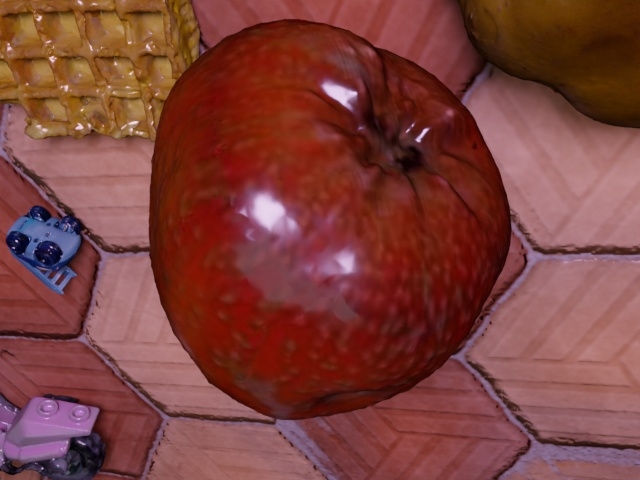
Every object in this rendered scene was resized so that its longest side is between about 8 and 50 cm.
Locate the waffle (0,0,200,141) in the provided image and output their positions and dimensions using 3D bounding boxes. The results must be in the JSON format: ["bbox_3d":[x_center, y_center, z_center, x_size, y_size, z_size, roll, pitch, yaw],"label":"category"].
[{"bbox_3d":[-0.212,-0.188,0.608,0.219,0.057,0.229,2,124,15],"label":"waffle"}]

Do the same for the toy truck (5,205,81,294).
[{"bbox_3d":[-0.286,0.015,0.780,0.073,0.056,0.090,20,141,7],"label":"toy truck"}]

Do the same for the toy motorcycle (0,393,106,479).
[{"bbox_3d":[-0.427,0.212,0.903,0.326,0.143,0.188,10,127,0],"label":"toy motorcycle"}]

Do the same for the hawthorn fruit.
[{"bbox_3d":[0.000,0.000,0.560,0.275,0.275,0.300,15,137,5],"label":"hawthorn fruit"}]

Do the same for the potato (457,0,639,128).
[{"bbox_3d":[0.245,-0.158,0.443,0.368,0.176,0.196,13,100,2],"label":"potato"}]
